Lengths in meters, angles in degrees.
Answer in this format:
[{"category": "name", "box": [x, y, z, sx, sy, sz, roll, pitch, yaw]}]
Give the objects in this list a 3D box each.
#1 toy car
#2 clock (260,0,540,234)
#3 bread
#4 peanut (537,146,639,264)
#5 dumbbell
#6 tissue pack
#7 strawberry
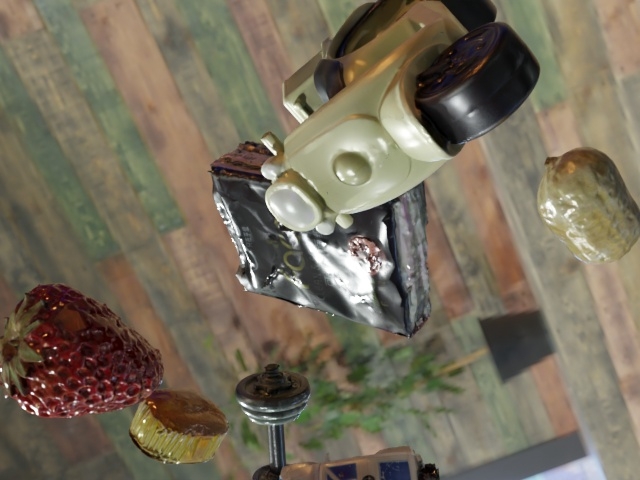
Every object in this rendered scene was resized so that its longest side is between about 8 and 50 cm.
[{"category": "toy car", "box": [0.039, 0.255, 1.167, 0.070, 0.171, 0.080, 56, -154, -62]}, {"category": "clock", "box": [0.065, -0.141, 1.109, 0.120, 0.276, 0.379, 46, -162, -17]}, {"category": "bread", "box": [-0.260, 0.343, 2.155, 0.132, 0.114, 0.190, 42, -158, 32]}, {"category": "peanut", "box": [0.381, -0.044, 1.642, 0.224, 0.129, 0.129, 51, -164, -41]}, {"category": "dumbbell", "box": [-0.065, 0.298, 1.690, 0.110, 0.110, 0.254, -94, 1, -71]}, {"category": "tissue pack", "box": [0.000, 0.000, 1.664, 0.123, 0.332, 0.245, -39, -48, -41]}, {"category": "strawberry", "box": [-0.349, 0.178, 1.723, 0.244, 0.205, 0.205, 18, -141, -33]}]
